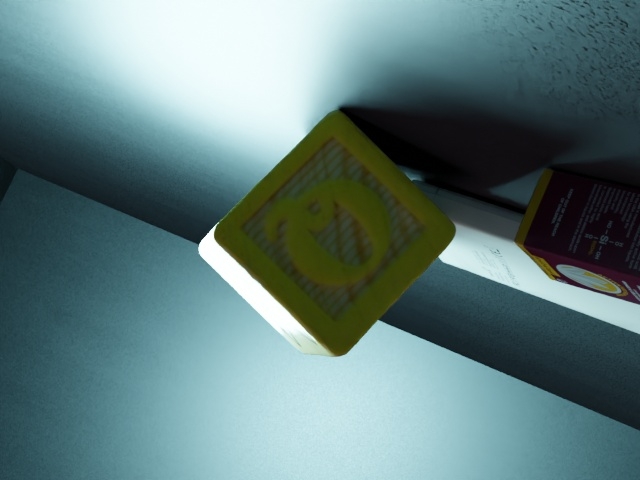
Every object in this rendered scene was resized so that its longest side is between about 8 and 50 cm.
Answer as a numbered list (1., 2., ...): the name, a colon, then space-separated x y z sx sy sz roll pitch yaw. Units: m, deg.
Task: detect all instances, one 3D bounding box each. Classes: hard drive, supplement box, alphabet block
1. hard drive: 0.285 0.034 1.296 0.353 0.047 0.233 21 170 24
2. supplement box: 0.287 0.008 1.011 0.188 0.081 0.104 17 169 37
3. alphabet block: 0.000 0.000 1.222 0.192 0.193 0.197 43 169 -5
